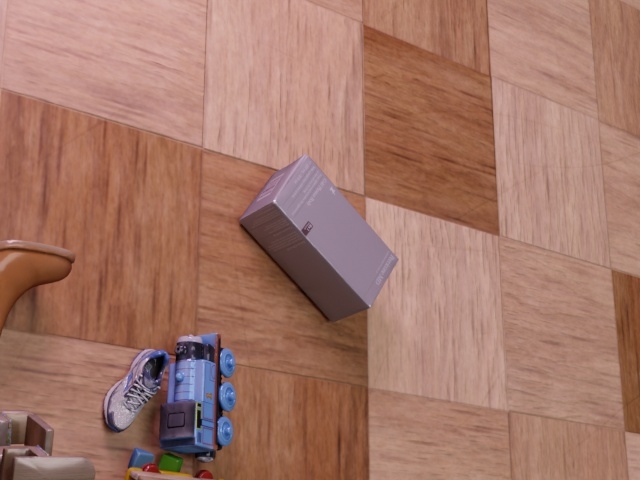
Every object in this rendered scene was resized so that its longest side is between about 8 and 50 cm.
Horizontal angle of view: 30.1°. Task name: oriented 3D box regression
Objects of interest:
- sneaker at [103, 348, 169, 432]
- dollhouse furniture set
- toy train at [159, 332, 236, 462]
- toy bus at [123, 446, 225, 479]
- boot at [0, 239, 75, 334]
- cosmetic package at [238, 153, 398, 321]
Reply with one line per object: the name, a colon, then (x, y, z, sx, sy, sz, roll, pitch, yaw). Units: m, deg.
sneaker: (-0.250, 0.201, 1.628, 0.052, 0.058, 0.135, 41, 54, -23)
dollhouse furniture set: (-0.315, 0.329, 1.376, 0.161, 0.212, 0.242, 5, 94, -31)
toy train: (-0.170, 0.215, 1.660, 0.105, 0.080, 0.184, 33, 53, -57)
toy bus: (-0.173, 0.361, 1.558, 0.202, 0.191, 0.104, 19, 90, -1)
boot: (-0.423, 0.117, 1.476, 0.283, 0.109, 0.220, -6, 81, -43)
cosmetic package: (0.000, 0.000, 1.880, 0.238, 0.107, 0.127, 45, 49, -16)
